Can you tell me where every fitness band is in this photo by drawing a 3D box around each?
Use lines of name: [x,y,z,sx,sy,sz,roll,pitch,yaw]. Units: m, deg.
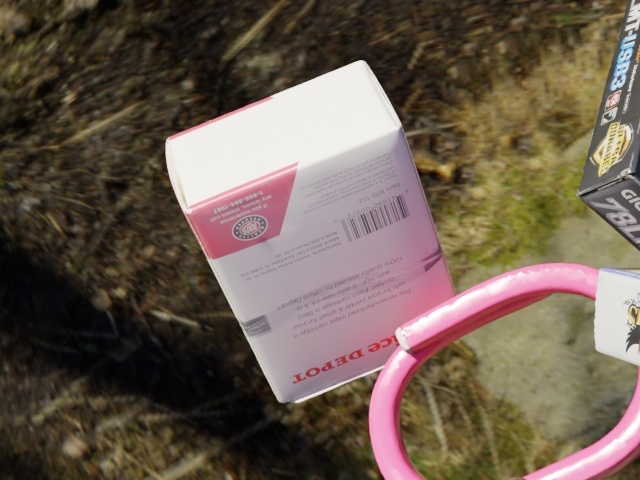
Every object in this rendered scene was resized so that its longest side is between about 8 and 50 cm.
fitness band: [0.178,0.140,1.245,0.291,0.054,0.209,-28,65,14]

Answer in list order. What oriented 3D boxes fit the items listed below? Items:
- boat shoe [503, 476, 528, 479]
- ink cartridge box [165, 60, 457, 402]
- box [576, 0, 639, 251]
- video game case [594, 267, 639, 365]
boat shoe: [0.143,0.269,0.956,0.073,0.073,0.207,2,56,-21]
ink cartridge box: [0.000,0.000,1.296,0.207,0.117,0.283,-22,133,0]
box: [0.385,-0.078,1.268,0.295,0.073,0.293,38,53,-22]
video game case: [0.342,0.058,0.815,0.269,0.244,0.061,1,96,-16]
